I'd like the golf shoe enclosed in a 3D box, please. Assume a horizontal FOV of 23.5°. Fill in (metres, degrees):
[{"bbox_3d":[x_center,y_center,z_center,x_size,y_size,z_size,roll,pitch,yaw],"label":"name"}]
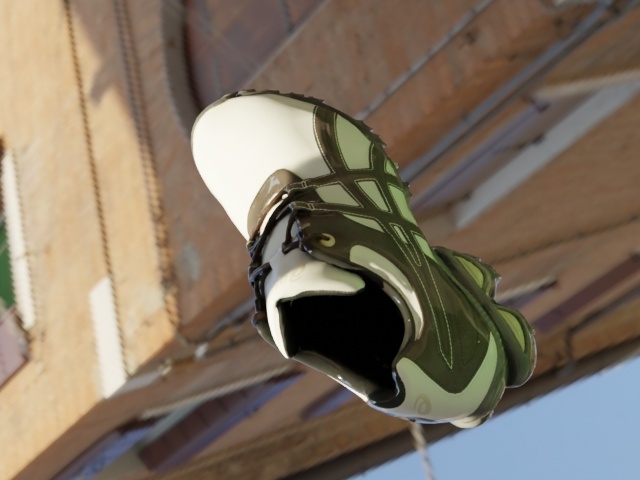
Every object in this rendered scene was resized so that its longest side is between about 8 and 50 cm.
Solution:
[{"bbox_3d":[0.000,0.000,0.642,0.198,0.077,0.094,42,-154,28],"label":"golf shoe"}]
